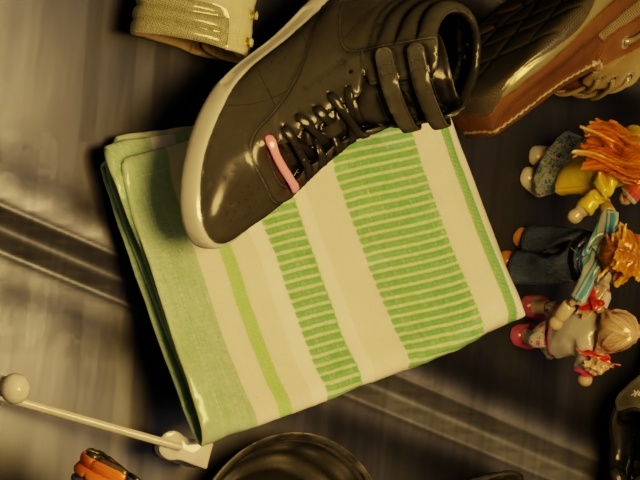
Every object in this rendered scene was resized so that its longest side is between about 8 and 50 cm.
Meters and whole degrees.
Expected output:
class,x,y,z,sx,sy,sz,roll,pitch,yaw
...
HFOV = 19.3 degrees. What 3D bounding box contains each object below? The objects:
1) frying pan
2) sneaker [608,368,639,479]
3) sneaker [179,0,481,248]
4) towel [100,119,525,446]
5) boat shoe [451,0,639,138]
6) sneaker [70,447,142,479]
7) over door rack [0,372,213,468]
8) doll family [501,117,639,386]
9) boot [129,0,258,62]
class,x,y,z,sx,sy,sz,roll,pitch,yaw
frying pan,0.014,0.219,1.559,0.326,0.053,0.197,-38,110,-30
sneaker,0.318,0.144,1.729,0.106,0.078,0.234,38,68,-60
sneaker,0.016,-0.101,1.444,0.296,0.147,0.105,-52,134,-31
towel,0.000,0.000,1.523,0.324,0.038,0.248,-17,83,-32
boat shoe,0.245,-0.185,1.676,0.324,0.122,0.120,-42,115,-26
sneaker,-0.124,0.236,1.371,0.087,0.083,0.221,-51,128,-10
over door rack,-0.230,0.221,1.363,0.324,0.108,0.240,21,79,-32
doll family,0.233,-0.013,1.638,0.118,0.163,0.263,28,75,-31
boot,-0.050,-0.222,1.503,0.213,0.077,0.165,6,86,-29
